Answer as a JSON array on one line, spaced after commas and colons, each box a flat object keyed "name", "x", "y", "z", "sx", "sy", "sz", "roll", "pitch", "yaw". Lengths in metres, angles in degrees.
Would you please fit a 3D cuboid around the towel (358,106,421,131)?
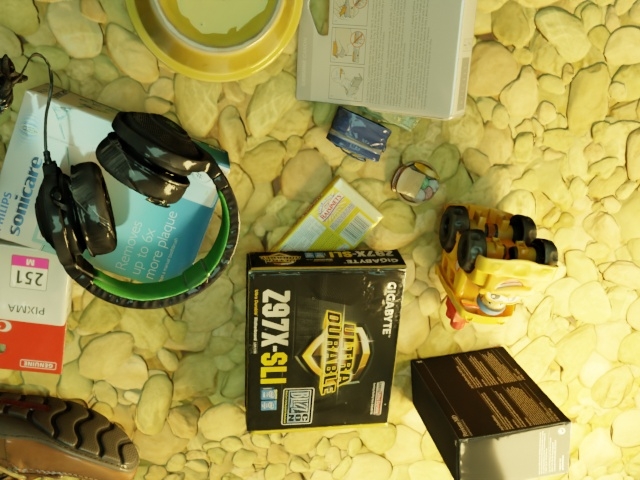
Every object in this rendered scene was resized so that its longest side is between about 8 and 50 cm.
[{"name": "towel", "x": 0.133, "y": -0.257, "z": 1.087, "sx": 0.110, "sy": 0.027, "sz": 0.148, "roll": 18, "pitch": 104, "yaw": -16}]

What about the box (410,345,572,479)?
[{"name": "box", "x": 0.277, "y": 0.292, "z": 1.165, "sx": 0.184, "sy": 0.261, "sz": 0.103, "roll": -5, "pitch": 108, "yaw": -8}]

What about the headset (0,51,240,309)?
[{"name": "headset", "x": -0.263, "y": -0.063, "z": 0.866, "sx": 0.243, "sy": 0.185, "sz": 0.394, "roll": -36, "pitch": 120, "yaw": 1}]

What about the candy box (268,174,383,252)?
[{"name": "candy box", "x": 0.000, "y": 0.000, "z": 1.147, "sx": 0.105, "sy": 0.027, "sz": 0.206, "roll": 40, "pitch": 98, "yaw": -18}]

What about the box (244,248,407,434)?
[{"name": "box", "x": 0.001, "y": 0.173, "z": 1.160, "sx": 0.257, "sy": 0.079, "sz": 0.322, "roll": 0, "pitch": 115, "yaw": -8}]

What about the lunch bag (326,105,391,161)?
[{"name": "lunch bag", "x": 0.061, "y": -0.163, "z": 1.084, "sx": 0.098, "sy": 0.067, "sz": 0.065, "roll": 22, "pitch": 103, "yaw": -17}]

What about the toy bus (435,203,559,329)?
[{"name": "toy bus", "x": 0.267, "y": 0.064, "z": 1.120, "sx": 0.149, "sy": 0.220, "sz": 0.212, "roll": 9, "pitch": 112, "yaw": -10}]

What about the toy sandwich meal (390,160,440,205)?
[{"name": "toy sandwich meal", "x": 0.161, "y": -0.096, "z": 1.143, "sx": 0.085, "sy": 0.029, "sz": 0.086, "roll": -3, "pitch": 108, "yaw": -9}]

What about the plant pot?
[{"name": "plant pot", "x": -0.137, "y": -0.333, "z": 0.905, "sx": 0.253, "sy": 0.239, "sz": 0.254, "roll": -3, "pitch": 108, "yaw": -10}]

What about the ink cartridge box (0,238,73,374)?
[{"name": "ink cartridge box", "x": -0.539, "y": 0.103, "z": 1.072, "sx": 0.275, "sy": 0.060, "sz": 0.239, "roll": 8, "pitch": 105, "yaw": -12}]

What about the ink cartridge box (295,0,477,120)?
[{"name": "ink cartridge box", "x": 0.095, "y": -0.342, "z": 1.003, "sx": 0.261, "sy": 0.066, "sz": 0.296, "roll": 13, "pitch": 111, "yaw": 27}]

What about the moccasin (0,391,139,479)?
[{"name": "moccasin", "x": -0.489, "y": 0.339, "z": 1.113, "sx": 0.380, "sy": 0.139, "sz": 0.147, "roll": 14, "pitch": 106, "yaw": -13}]

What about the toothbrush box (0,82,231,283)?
[{"name": "toothbrush box", "x": -0.308, "y": -0.077, "z": 1.018, "sx": 0.295, "sy": 0.126, "sz": 0.216, "roll": 21, "pitch": 102, "yaw": -14}]
